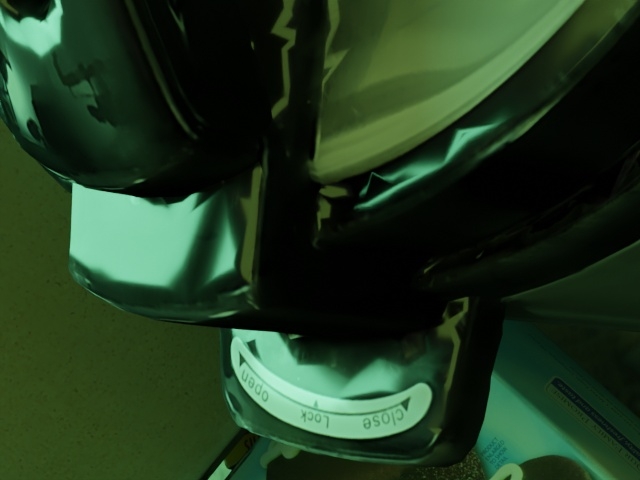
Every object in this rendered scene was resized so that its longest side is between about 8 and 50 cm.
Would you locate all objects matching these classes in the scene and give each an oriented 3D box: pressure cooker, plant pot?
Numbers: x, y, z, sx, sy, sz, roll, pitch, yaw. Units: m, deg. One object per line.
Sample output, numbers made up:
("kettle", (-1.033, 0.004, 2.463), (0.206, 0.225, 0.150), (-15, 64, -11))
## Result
("pressure cooker", (0.077, -0.148, 0.554), (0.375, 0.420, 0.370), (-47, 53, 31))
("plant pot", (-0.113, 0.028, 0.758), (0.191, 0.284, 0.284), (39, 119, 2))

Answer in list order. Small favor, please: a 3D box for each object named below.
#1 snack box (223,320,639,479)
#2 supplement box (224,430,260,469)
("snack box", (0.017, 0.177, 0.778), (0.187, 0.060, 0.322), (42, 119, 8))
("supplement box", (0.000, 0.000, 0.861), (0.104, 0.080, 0.188), (-30, 64, 40))
